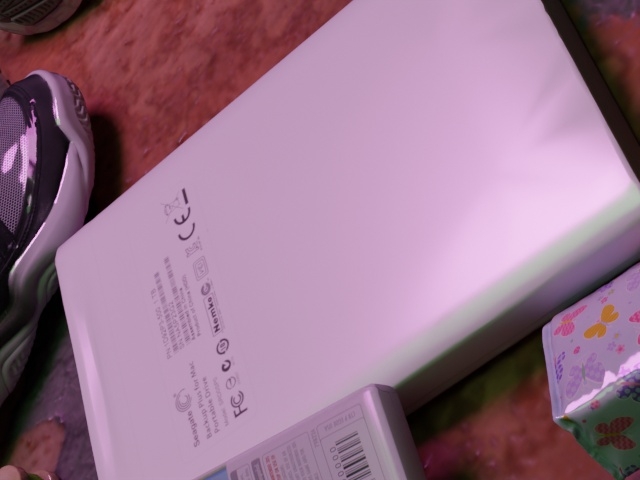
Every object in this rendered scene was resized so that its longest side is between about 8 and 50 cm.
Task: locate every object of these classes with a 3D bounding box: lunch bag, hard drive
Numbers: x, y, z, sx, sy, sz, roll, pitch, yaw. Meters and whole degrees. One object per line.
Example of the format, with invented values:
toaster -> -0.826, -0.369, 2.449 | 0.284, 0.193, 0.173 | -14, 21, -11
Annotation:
lunch bag -> 0.127, 0.039, 0.538 | 0.071, 0.053, 0.083 | -38, 25, 23
hard drive -> 0.000, 0.000, 0.676 | 0.307, 0.040, 0.203 | -37, 50, 23

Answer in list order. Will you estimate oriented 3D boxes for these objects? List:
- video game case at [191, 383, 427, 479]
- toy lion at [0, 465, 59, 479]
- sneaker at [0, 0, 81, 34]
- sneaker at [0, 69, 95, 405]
video game case -> -0.015, 0.195, 0.585 | 0.193, 0.023, 0.212 | -32, 64, 26
toy lion -> -0.170, 0.185, 0.748 | 0.100, 0.034, 0.096 | -42, 55, 18
sneaker -> -0.141, -0.227, 0.876 | 0.232, 0.090, 0.115 | -22, 54, 31
sneaker -> -0.233, 0.011, 0.789 | 0.101, 0.153, 0.269 | 11, 79, 53
